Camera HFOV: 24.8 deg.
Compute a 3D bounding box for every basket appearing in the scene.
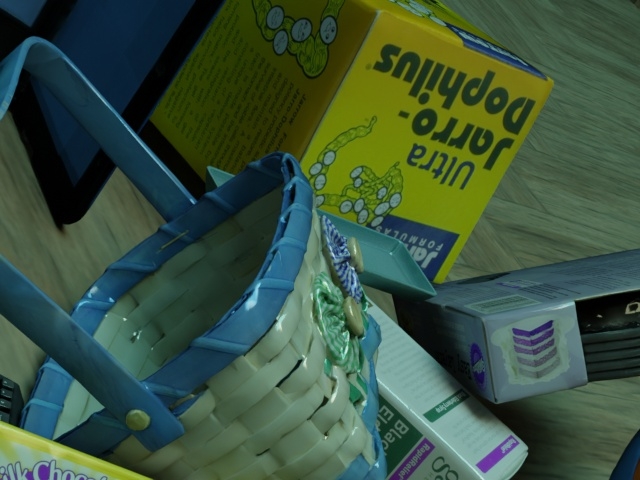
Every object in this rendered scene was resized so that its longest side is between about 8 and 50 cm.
[{"bbox_3d":[-0.093,0.028,0.831,0.289,0.201,0.255,43,21,-20],"label":"basket"}]

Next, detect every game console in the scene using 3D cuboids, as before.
[{"bbox_3d":[-0.196,-0.208,1.025,0.250,0.293,0.173,32,23,-11],"label":"game console"}]

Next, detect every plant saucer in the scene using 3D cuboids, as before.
[{"bbox_3d":[0.000,0.000,1.028,0.192,0.018,0.067,21,26,-39],"label":"plant saucer"}]

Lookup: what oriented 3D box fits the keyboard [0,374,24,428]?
[{"bbox_3d":[-0.207,0.110,0.757,0.108,0.023,0.180,28,24,-21],"label":"keyboard"}]

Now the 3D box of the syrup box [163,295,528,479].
[{"bbox_3d":[0.018,0.106,0.995,0.237,0.093,0.096,44,22,14],"label":"syrup box"}]

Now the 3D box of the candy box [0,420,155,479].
[{"bbox_3d":[-0.119,0.158,0.707,0.205,0.027,0.105,26,67,-26],"label":"candy box"}]

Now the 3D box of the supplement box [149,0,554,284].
[{"bbox_3d":[-0.015,-0.147,1.213,0.194,0.195,0.356,14,21,-39],"label":"supplement box"}]

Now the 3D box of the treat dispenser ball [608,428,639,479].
[{"bbox_3d":[0.333,0.219,0.987,0.288,0.288,0.288,31,24,-15],"label":"treat dispenser ball"}]

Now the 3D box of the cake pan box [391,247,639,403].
[{"bbox_3d":[0.205,0.055,1.100,0.245,0.070,0.267,-11,4,-11],"label":"cake pan box"}]
